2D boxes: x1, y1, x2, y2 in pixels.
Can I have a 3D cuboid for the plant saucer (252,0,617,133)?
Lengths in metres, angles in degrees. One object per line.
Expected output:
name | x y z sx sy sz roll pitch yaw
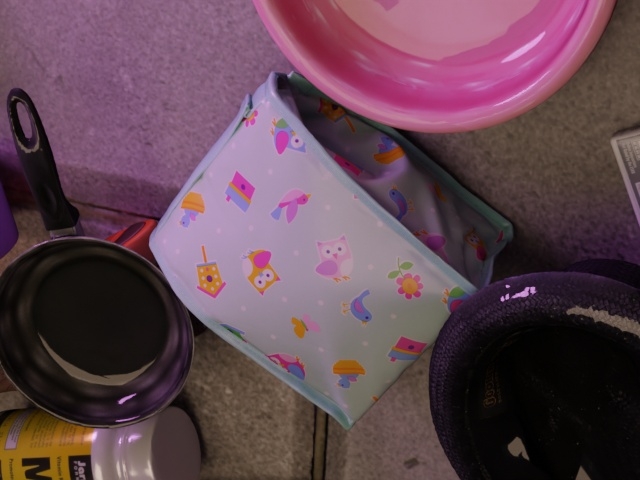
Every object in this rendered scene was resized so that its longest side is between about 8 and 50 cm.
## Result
plant saucer | 0.095 -0.256 1.506 0.332 0.084 0.332 10 116 21

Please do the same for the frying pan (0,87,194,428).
frying pan | -0.247 0.032 1.679 0.197 0.053 0.326 -30 104 20

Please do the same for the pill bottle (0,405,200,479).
pill bottle | -0.234 0.223 1.845 0.208 0.119 0.119 -8 109 26

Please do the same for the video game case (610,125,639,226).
video game case | 0.354 -0.022 1.533 0.173 0.022 0.190 -14 106 28

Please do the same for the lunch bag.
lunch bag | 0.000 0.000 1.621 0.262 0.160 0.223 39 123 -3

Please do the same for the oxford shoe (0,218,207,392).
oxford shoe | -0.271 0.116 1.811 0.363 0.130 0.133 -28 103 30

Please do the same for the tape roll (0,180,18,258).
tape roll | -0.432 -0.002 1.739 0.274 0.275 0.090 -9 109 27

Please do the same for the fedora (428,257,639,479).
fedora | 0.257 0.136 1.555 0.334 0.152 0.334 16 132 19
